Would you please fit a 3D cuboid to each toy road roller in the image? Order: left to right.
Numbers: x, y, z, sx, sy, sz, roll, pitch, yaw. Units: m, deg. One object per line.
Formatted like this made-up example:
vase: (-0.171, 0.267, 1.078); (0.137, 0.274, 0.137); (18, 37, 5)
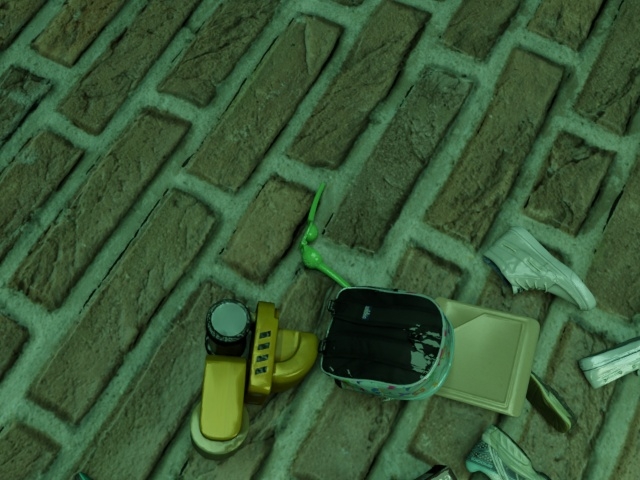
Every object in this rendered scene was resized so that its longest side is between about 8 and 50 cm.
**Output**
toy road roller: (-0.134, 0.288, 1.387); (0.240, 0.202, 0.330); (8, 66, -7)

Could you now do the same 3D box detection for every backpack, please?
backpack: (0.151, 0.220, 1.387); (0.253, 0.191, 0.225); (0, 61, 31)

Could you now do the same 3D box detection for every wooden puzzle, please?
wooden puzzle: (0.342, 0.252, 1.458); (0.238, 0.044, 0.221); (14, 68, 15)

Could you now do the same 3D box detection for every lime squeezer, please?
lime squeezer: (0.000, 0.000, 1.576); (0.109, 0.059, 0.311); (-15, 67, -4)

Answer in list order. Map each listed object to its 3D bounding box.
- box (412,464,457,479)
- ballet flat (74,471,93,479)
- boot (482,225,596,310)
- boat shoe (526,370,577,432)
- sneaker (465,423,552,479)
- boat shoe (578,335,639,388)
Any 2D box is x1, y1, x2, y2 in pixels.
box: (0.249, 0.642, 1.243); (0.191, 0.143, 0.382); (-27, 75, -12)
ballet flat: (-0.437, 0.556, 1.349); (0.203, 0.074, 0.074); (32, 72, 11)
boot: (0.490, 0.091, 1.516); (0.123, 0.095, 0.258); (-39, 63, -7)
boat shoe: (0.487, 0.341, 1.427); (0.049, 0.056, 0.152); (-13, 56, -32)
sneaker: (0.413, 0.516, 1.341); (0.122, 0.110, 0.283); (-44, 70, 3)
boat shoe: (0.680, 0.258, 1.448); (0.226, 0.083, 0.076); (-21, 80, 5)
